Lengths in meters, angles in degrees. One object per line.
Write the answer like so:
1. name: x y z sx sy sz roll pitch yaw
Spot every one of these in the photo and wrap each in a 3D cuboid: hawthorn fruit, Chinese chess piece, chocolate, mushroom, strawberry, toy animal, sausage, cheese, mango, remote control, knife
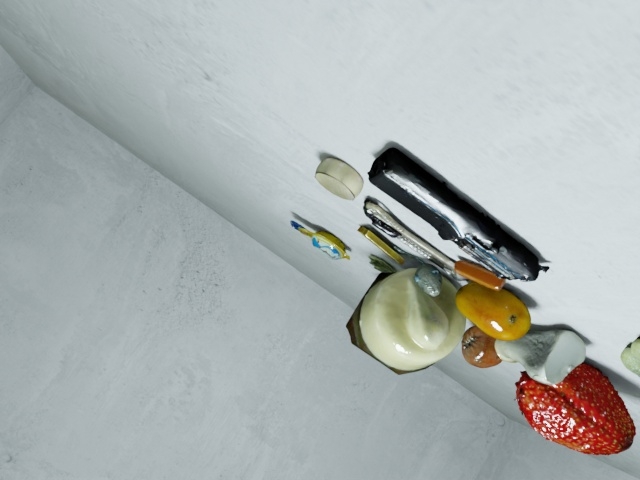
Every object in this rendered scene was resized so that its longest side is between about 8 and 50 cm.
1. hawthorn fruit: 0.570 0.381 1.664 0.189 0.149 0.149 40 168 -9
2. Chinese chess piece: 0.045 -0.149 1.171 0.122 0.051 0.122 30 169 7
3. chocolate: 0.273 0.220 1.471 0.326 0.314 0.297 33 161 16
4. mushroom: 0.574 0.301 1.315 0.328 0.159 0.122 142 112 -81
5. strawberry: 0.704 0.461 1.331 0.238 0.250 0.288 40 -176 -39
6. toy animal: 0.285 0.079 1.364 0.079 0.070 0.253 54 -173 -26
7. sausage: 0.389 0.083 1.192 0.131 0.041 0.039 26 -172 37
8. cheese: 0.000 0.000 1.862 0.270 0.069 0.177 32 169 10
9. mango: 0.435 0.174 1.247 0.151 0.120 0.221 41 174 -39
10. remote control: 0.266 -0.039 0.975 0.398 0.062 0.144 35 169 -7
11. knife: 0.251 0.010 1.273 0.365 0.043 0.089 35 174 -10

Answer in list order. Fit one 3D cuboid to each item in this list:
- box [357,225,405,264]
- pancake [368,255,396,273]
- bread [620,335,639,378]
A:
1. box: 0.186 0.014 1.479 0.156 0.022 0.089 38 -177 -15
2. pancake: 0.227 0.098 1.755 0.116 0.023 0.129 28 167 17
3. bread: 0.740 0.281 1.009 0.207 0.056 0.286 17 158 51
